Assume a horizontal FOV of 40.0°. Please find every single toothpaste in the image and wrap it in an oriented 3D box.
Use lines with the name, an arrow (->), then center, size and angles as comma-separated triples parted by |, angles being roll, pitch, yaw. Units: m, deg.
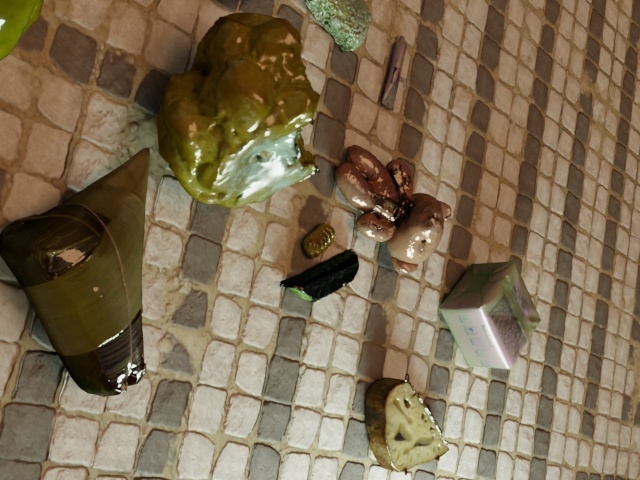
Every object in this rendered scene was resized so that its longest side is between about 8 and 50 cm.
toothpaste -> 0.164, -0.371, 1.932 | 0.045, 0.028, 0.170 | 26, 72, -50

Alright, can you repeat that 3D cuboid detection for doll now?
doll -> 0.163, -0.076, 1.840 | 0.303, 0.156, 0.201 | 43, 66, -31

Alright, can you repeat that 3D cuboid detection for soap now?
soap -> 0.404, 0.177, 2.087 | 0.182, 0.138, 0.199 | -48, 121, -36

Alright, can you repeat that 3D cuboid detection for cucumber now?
cucumber -> 0.007, 0.083, 1.752 | 0.220, 0.046, 0.070 | -23, 114, -44

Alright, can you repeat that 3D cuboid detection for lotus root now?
lotus root -> 0.178, 0.413, 1.897 | 0.170, 0.074, 0.260 | -46, 122, -35

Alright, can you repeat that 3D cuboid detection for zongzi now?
zongzi -> -0.306, 0.046, 1.364 | 0.317, 0.154, 0.289 | -46, 128, -43

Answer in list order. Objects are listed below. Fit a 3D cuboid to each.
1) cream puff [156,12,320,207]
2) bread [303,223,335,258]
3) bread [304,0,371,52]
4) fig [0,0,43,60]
cream puff -> -0.152, -0.218, 1.465 | 0.274, 0.323, 0.270 | -22, 65, -16
bread -> 0.000, 0.000, 1.751 | 0.088, 0.034, 0.049 | -40, 123, -39
bread -> 0.037, -0.502, 1.779 | 0.172, 0.064, 0.232 | -14, 98, -47
fig -> -0.501, -0.372, 1.097 | 0.326, 0.258, 0.258 | 35, 64, -25
